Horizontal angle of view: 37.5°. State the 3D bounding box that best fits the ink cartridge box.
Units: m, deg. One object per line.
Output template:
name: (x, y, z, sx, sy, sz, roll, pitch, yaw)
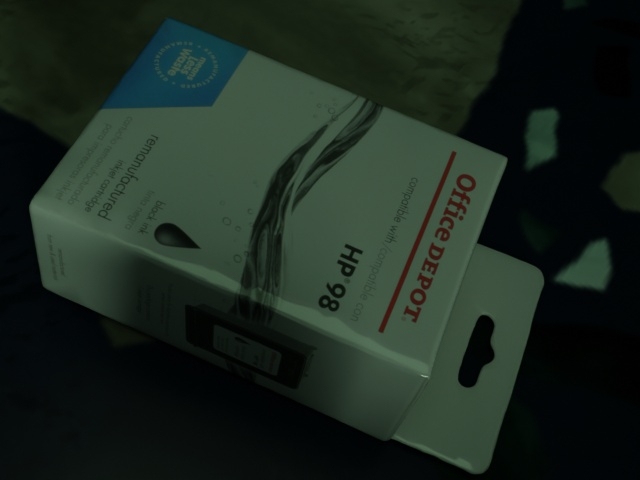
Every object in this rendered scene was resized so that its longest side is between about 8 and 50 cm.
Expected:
ink cartridge box: (0.000, 0.000, 0.352, 0.180, 0.060, 0.104, 23, 56, 4)
